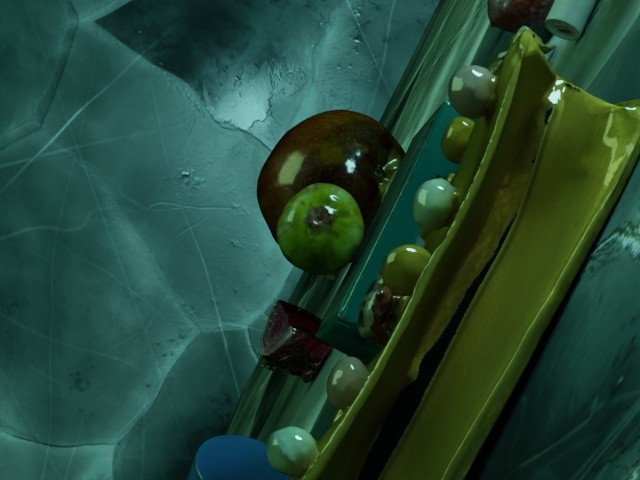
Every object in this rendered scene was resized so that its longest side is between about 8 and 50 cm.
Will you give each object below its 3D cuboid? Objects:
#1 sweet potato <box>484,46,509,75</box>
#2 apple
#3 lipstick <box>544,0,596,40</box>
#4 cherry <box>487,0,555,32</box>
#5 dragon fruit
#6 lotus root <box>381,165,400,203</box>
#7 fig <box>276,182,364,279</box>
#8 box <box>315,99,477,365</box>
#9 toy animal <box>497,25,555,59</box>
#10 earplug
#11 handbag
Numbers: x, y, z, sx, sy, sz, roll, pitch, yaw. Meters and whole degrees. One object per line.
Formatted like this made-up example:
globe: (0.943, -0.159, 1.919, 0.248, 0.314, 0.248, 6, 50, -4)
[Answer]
sweet potato: (0.154, -0.100, 1.646, 0.273, 0.075, 0.075, -58, 4, 5)
apple: (0.025, -0.076, 2.206, 0.230, 0.230, 0.230, -62, 3, 7)
lipstick: (0.259, -0.258, 1.473, 0.131, 0.038, 0.038, -64, 4, -14)
cherry: (0.256, -0.317, 1.652, 0.225, 0.090, 0.107, -54, -10, -8)
dragon fruit: (-0.038, 0.160, 2.268, 0.147, 0.102, 0.096, -99, 33, -76)
lotus root: (0.115, -0.071, 2.094, 0.099, 0.049, 0.054, -67, -3, -45)
fig: (-0.011, 0.006, 1.543, 0.093, 0.093, 0.166, -65, 4, -28)
box: (0.096, 0.000, 1.498, 0.245, 0.092, 0.153, -63, 2, -13)
toy animal: (0.210, -0.176, 1.566, 0.083, 0.060, 0.081, -67, -31, -53)
earplug: (-0.129, 0.371, 1.775, 0.132, 0.132, 0.273, -69, 4, -62)
handbag: (0.081, 0.057, 1.119, 0.401, 0.133, 0.283, -63, -2, -4)
